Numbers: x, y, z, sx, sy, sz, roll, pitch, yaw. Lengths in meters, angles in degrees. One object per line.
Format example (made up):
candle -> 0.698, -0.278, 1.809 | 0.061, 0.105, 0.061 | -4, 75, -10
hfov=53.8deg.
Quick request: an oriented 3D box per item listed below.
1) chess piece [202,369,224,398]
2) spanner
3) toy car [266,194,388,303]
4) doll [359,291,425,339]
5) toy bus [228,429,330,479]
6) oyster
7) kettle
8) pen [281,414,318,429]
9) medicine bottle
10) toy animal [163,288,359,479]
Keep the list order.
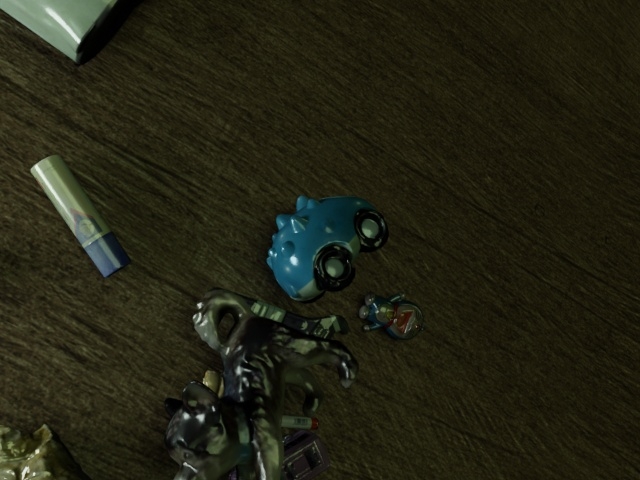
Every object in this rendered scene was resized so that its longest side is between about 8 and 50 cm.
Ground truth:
chess piece -> -0.162, 0.280, 1.202 | 0.122, 0.066, 0.066 | 16, 72, -18
spanner -> -0.083, 0.162, 1.291 | 0.316, 0.024, 0.087 | 20, 76, -23
toy car -> 0.000, 0.000, 1.277 | 0.190, 0.188, 0.255 | 47, 64, -4
doll -> 0.163, 0.167, 1.384 | 0.152, 0.085, 0.114 | 24, 92, -11
toy bus -> -0.077, 0.433, 1.188 | 0.178, 0.098, 0.087 | -24, 91, -29
oyster -> -0.423, 0.392, 0.997 | 0.341, 0.166, 0.110 | 43, 70, 12
kettle -> -0.499, -0.544, 1.139 | 0.376, 0.250, 0.361 | 38, 36, -18
pen -> -0.105, 0.351, 1.234 | 0.218, 0.026, 0.026 | 12, 73, -24
medicine bottle -> -0.429, -0.043, 1.134 | 0.059, 0.059, 0.231 | -36, 95, -29
toy animal -> -0.149, 0.272, 1.077 | 0.302, 0.194, 0.344 | 37, 58, -3
